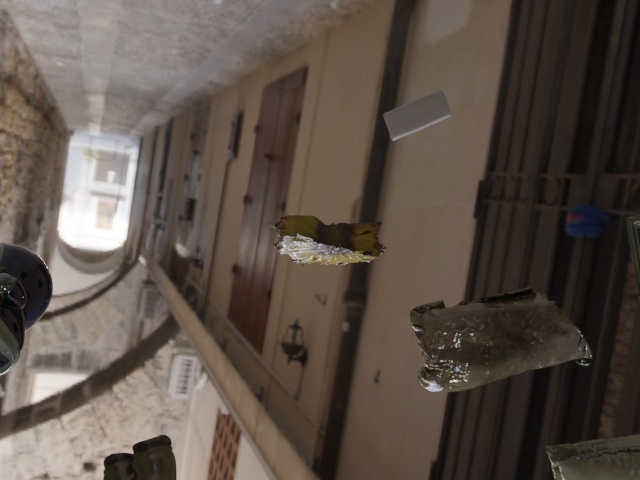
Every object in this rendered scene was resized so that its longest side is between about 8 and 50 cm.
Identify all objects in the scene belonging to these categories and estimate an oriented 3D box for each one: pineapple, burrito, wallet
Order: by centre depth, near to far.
[{"bbox_3d":[0.315,0.161,1.223,0.347,0.175,0.107,-5,-148,-14],"label":"burrito"},{"bbox_3d":[0.185,-0.239,1.383,0.122,0.061,0.025,-21,158,14],"label":"wallet"},{"bbox_3d":[0.000,0.001,1.428,0.233,0.080,0.135,9,156,-24],"label":"pineapple"}]

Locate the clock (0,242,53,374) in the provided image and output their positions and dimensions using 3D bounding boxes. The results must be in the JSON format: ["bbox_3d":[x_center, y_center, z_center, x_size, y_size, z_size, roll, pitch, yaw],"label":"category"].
[{"bbox_3d":[-0.490,0.103,1.070,0.146,0.199,0.243,48,-167,-24],"label":"clock"}]

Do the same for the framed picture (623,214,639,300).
[{"bbox_3d":[0.640,0.034,1.173,0.252,0.197,0.014,-12,170,29],"label":"framed picture"}]

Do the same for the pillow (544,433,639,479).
[{"bbox_3d":[0.376,0.301,0.883,0.181,0.134,0.078,-10,-167,9],"label":"pillow"}]

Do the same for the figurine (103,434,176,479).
[{"bbox_3d":[-0.225,0.450,0.957,0.248,0.381,0.203,-20,140,3],"label":"figurine"}]
